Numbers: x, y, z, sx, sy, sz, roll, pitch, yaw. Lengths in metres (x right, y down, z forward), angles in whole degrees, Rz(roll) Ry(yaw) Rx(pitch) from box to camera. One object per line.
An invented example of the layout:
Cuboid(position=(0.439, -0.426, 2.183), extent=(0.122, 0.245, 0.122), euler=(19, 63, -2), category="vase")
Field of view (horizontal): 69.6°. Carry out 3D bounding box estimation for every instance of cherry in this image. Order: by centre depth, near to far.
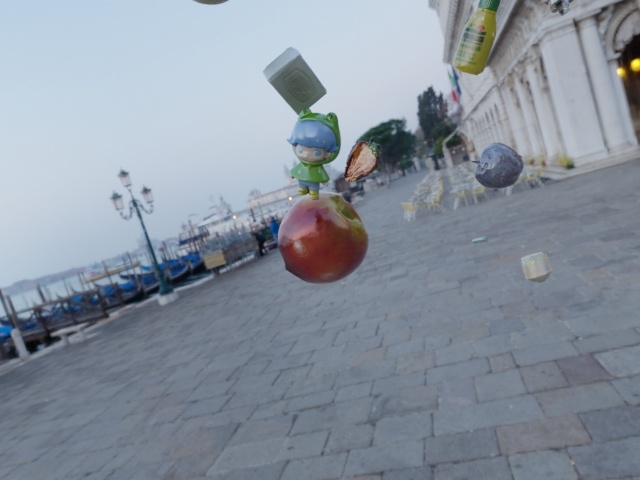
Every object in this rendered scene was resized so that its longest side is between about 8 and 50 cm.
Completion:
Cuboid(position=(0.741, -0.304, 1.914), extent=(0.195, 0.195, 0.195), euler=(-17, 5, 2), category="cherry")

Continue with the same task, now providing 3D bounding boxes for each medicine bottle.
Cuboid(position=(0.428, -0.575, 1.208), extent=(0.064, 0.260, 0.095), euler=(-13, 38, -40), category="medicine bottle")

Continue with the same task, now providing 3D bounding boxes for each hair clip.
Cuboid(position=(0.565, -0.595, 1.111), extent=(0.062, 0.056, 0.214), euler=(-34, 29, 36), category="hair clip")

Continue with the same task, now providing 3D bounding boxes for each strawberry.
Cuboid(position=(0.179, -0.326, 1.883), extent=(0.140, 0.192, 0.085), euler=(11, 8, 21), category="strawberry")

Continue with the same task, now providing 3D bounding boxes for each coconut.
Cuboid(position=(0.911, 0.117, 1.939), extent=(0.116, 0.122, 0.116), euler=(-18, -4, -1), category="coconut")

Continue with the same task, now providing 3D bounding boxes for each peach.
Cuboid(position=(0.000, 0.000, 1.873), extent=(0.388, 0.388, 0.388), euler=(-17, 5, 2), category="peach")

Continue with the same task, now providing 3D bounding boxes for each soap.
Cuboid(position=(-0.074, -0.474, 1.375), extent=(0.121, 0.063, 0.183), euler=(-38, -34, 11), category="soap")

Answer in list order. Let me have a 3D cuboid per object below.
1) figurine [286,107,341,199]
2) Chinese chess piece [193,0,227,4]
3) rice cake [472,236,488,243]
Cuboid(position=(-0.023, -0.261, 1.393), extent=(0.162, 0.263, 0.143), euler=(16, 21, 20), category="figurine")
Cuboid(position=(-0.369, -0.900, 1.478), extent=(0.273, 0.273, 0.102), euler=(-19, 5, -21), category="Chinese chess piece")
Cuboid(position=(0.739, -0.002, 2.135), extent=(0.021, 0.022, 0.121), euler=(-63, 4, -8), category="rice cake")
